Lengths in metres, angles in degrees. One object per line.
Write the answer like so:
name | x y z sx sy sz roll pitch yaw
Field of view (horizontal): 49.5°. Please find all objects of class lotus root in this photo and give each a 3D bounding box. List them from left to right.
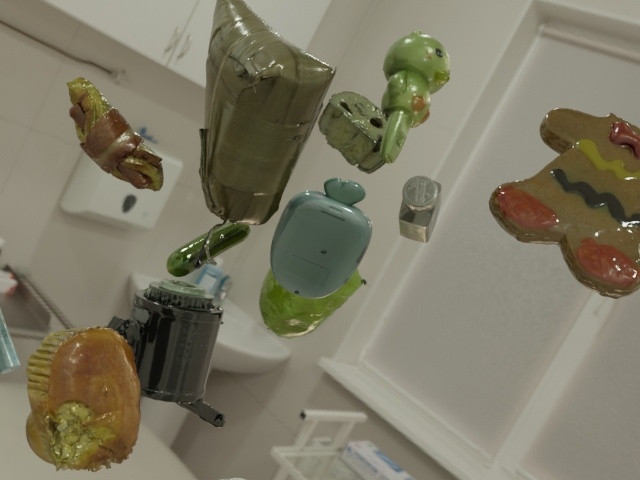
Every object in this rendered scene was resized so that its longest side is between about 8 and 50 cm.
lotus root | 0.106 -0.307 1.934 0.235 0.138 0.119 45 -36 -3

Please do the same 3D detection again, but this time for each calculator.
calculator | 0.000 0.000 1.390 0.186 0.298 0.041 24 35 -4

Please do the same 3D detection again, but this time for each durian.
durian | -0.022 0.108 1.657 0.204 0.339 0.256 42 9 21

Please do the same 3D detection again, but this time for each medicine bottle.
medicine bottle | 0.255 -0.088 1.768 0.088 0.132 0.188 18 -16 14

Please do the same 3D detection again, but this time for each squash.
squash | -0.261 0.015 1.615 0.066 0.066 0.229 32 48 33

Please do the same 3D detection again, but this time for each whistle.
whistle | 0.185 -0.286 1.352 0.141 0.294 0.141 4 -27 2

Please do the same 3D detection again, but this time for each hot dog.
hot dog | -0.407 -0.187 1.332 0.261 0.093 0.123 49 -32 -11

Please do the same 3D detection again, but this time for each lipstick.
lipstick | -0.761 0.235 1.652 0.157 0.048 0.048 64 17 14

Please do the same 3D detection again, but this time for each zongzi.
zongzi | -0.166 -0.210 1.315 0.182 0.447 0.418 1 39 -34

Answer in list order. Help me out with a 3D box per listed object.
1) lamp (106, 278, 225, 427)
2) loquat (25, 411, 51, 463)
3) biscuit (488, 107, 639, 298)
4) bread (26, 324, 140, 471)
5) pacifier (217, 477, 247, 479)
lamp | -0.327 0.226 1.560 0.205 0.272 0.374 17 -16 43
loquat | -0.832 0.622 2.305 0.275 0.274 0.275 28 6 -3
biscuit | 0.547 -0.108 1.384 0.368 0.394 0.076 39 -25 23
bread | -0.405 0.272 1.204 0.133 0.250 0.179 -6 -4 44
pacifier | -0.160 0.657 1.584 0.207 0.227 0.279 -16 -55 39
